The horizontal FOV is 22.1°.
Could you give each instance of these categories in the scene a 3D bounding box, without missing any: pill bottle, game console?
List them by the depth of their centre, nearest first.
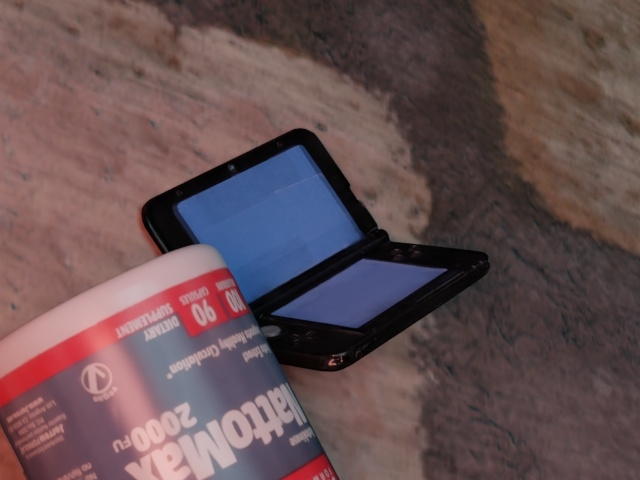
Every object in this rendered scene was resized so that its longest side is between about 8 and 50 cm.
[{"bbox_3d":[-0.047,0.103,0.634,0.108,0.108,0.180,-25,85,-43],"label":"pill bottle"},{"bbox_3d":[0.000,0.000,0.750,0.122,0.107,0.071,-30,117,-43],"label":"game console"}]
